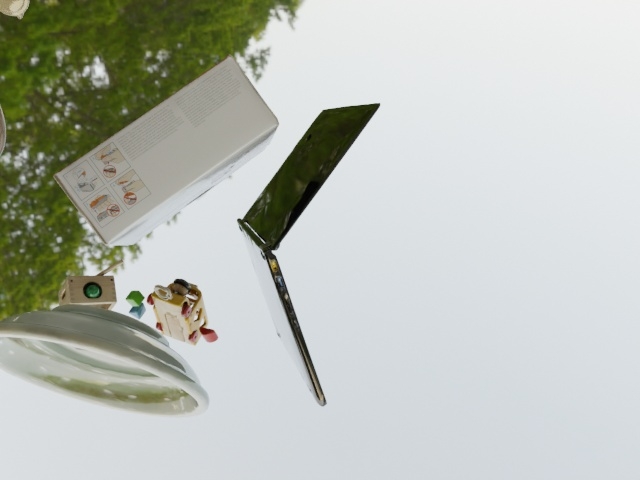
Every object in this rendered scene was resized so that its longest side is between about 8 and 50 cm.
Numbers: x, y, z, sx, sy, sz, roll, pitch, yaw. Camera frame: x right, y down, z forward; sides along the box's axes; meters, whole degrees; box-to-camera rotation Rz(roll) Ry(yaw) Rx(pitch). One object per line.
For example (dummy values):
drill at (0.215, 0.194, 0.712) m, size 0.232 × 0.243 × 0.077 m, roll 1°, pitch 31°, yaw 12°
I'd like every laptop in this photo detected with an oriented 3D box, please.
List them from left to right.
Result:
laptop at (0.000, 0.000, 1.184) m, size 0.236 × 0.407 × 0.382 m, roll -20°, pitch -167°, yaw -9°

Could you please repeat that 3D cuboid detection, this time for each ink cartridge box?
ink cartridge box at (-0.235, -0.129, 1.104) m, size 0.309 × 0.130 × 0.272 m, roll -36°, pitch -176°, yaw -7°

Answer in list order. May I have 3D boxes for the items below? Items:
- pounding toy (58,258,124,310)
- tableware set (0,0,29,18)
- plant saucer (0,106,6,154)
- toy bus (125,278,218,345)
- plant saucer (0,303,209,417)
pounding toy at (-0.553, 0.119, 1.655) m, size 0.130 × 0.141 × 0.100 m, roll 1°, pitch -116°, yaw -33°
tableware set at (-0.517, -0.426, 1.039) m, size 0.169 × 0.141 × 0.020 m, roll 17°, pitch -147°, yaw -7°
plant saucer at (-0.754, -0.265, 1.364) m, size 0.278 × 0.277 × 0.041 m, roll 16°, pitch -144°, yaw 17°
toy bus at (-0.313, 0.143, 1.531) m, size 0.202 × 0.191 × 0.104 m, roll -21°, pitch -149°, yaw 45°
plant saucer at (-0.376, 0.198, 1.177) m, size 0.401 × 0.400 × 0.100 m, roll 9°, pitch -118°, yaw 8°
